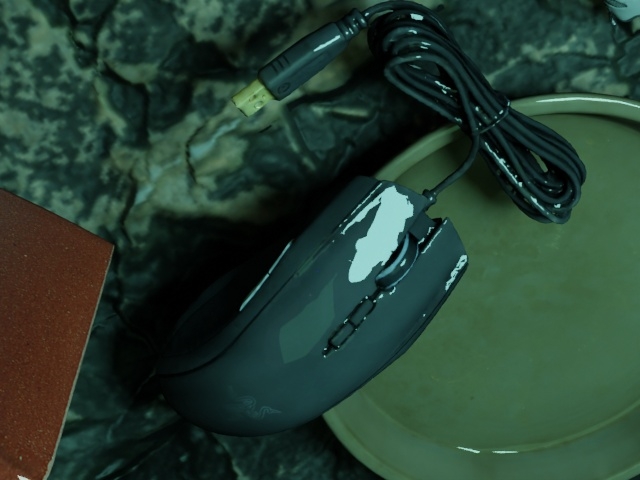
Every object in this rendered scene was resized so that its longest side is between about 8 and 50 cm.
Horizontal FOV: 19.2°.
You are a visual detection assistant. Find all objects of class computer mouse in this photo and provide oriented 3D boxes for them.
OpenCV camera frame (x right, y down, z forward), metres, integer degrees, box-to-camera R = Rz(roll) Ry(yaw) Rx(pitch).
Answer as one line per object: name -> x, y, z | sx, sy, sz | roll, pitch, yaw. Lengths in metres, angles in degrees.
computer mouse -> 0.000, 0.000, 0.982 | 0.262, 0.060, 0.184 | -36, 120, 11

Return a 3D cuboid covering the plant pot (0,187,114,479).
plant pot -> -0.285, 0.077, 0.923 | 0.235, 0.267, 0.267 | 37, 108, -13

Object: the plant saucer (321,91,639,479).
plant saucer -> 0.123, 0.034, 1.083 | 0.277, 0.041, 0.278 | -5, 122, -7

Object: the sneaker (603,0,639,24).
sneaker -> 0.192, -0.144, 0.994 | 0.098, 0.038, 0.069 | -19, 124, 13
